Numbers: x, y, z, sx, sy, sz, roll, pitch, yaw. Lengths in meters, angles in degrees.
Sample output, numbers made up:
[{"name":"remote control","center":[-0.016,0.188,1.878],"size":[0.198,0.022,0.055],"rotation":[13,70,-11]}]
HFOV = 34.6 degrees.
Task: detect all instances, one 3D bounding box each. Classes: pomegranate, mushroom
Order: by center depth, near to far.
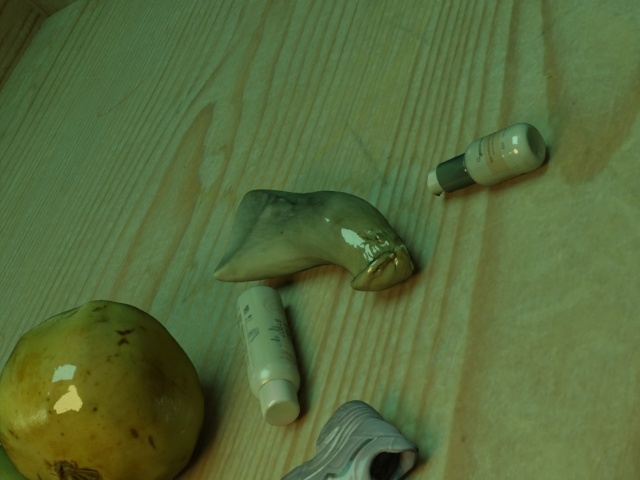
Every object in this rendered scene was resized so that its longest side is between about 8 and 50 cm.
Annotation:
[{"name":"pomegranate","center":[-0.344,0.254,1.637],"size":[0.332,0.332,0.333],"rotation":[-31,37,26]},{"name":"mushroom","center":[0.001,0.000,1.663],"size":[0.397,0.126,0.177],"rotation":[-1,57,47]}]

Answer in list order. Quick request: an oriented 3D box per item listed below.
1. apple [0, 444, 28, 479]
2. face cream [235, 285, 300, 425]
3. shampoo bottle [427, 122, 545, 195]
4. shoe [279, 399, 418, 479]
[{"name":"apple","center":[-0.547,0.474,1.696],"size":[0.279,0.279,0.279],"rotation":[-31,37,26]},{"name":"face cream","center":[-0.080,0.181,1.612],"size":[0.082,0.082,0.269],"rotation":[-39,35,15]},{"name":"shampoo bottle","center":[0.241,-0.116,1.541],"size":[0.192,0.074,0.074],"rotation":[-19,43,39]},{"name":"shoe","center":[0.023,0.326,1.325],"size":[0.245,0.095,0.137],"rotation":[-51,29,-15]}]
